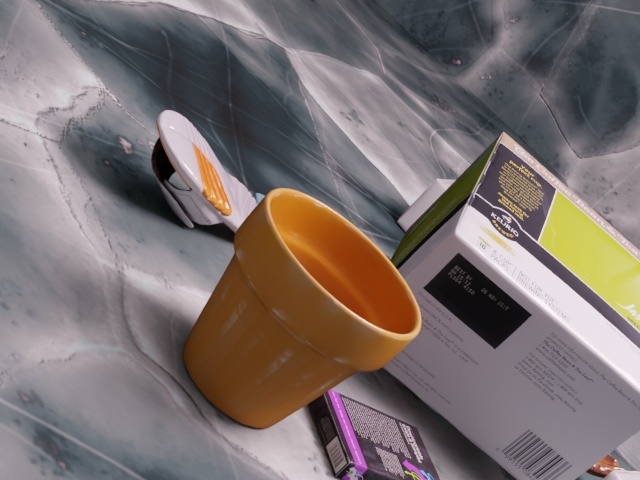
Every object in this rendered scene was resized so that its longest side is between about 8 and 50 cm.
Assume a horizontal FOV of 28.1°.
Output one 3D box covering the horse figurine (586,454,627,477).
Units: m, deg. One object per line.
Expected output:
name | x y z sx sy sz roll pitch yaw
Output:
horse figurine | 0.290 0.245 1.773 0.263 0.066 0.174 31 17 -32

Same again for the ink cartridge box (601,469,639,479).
ink cartridge box | 0.449 0.413 1.684 0.154 0.093 0.212 17 34 -52

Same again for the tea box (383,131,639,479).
tea box | 0.261 0.089 1.643 0.329 0.220 0.323 41 33 -3

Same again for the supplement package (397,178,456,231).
supplement package | 0.235 -0.005 2.119 0.179 0.105 0.105 49 21 17

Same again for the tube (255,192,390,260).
tube | 0.000 0.000 1.756 0.207 0.052 0.080 29 18 -21

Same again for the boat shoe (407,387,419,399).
boat shoe | 0.154 0.184 1.671 0.142 0.049 0.040 0 52 -53

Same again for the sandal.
sandal | -0.148 -0.053 1.558 0.265 0.076 0.102 51 21 -53

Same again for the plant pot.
plant pot | -0.035 0.083 1.300 0.205 0.188 0.205 37 21 -17

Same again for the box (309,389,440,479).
box | 0.065 0.234 1.418 0.162 0.029 0.116 27 26 -35
